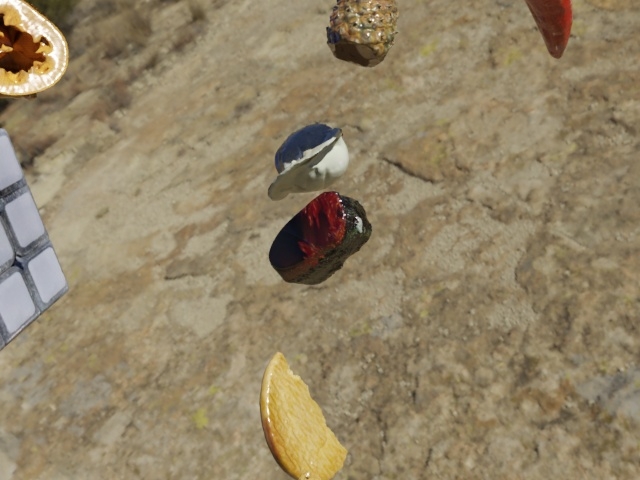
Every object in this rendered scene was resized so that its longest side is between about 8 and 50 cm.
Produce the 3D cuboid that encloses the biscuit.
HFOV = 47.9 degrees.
[{"bbox_3d":[-0.036,0.296,1.121,0.033,0.224,0.144,-19,25,32],"label":"biscuit"}]

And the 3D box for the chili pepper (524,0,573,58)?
[{"bbox_3d":[0.336,-0.369,1.080,0.071,0.272,0.063,-15,59,27],"label":"chili pepper"}]

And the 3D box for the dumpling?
[{"bbox_3d":[-0.045,-0.188,1.727,0.227,0.243,0.175,-38,61,-15],"label":"dumpling"}]

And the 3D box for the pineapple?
[{"bbox_3d":[0.110,-0.515,1.447,0.170,0.141,0.310,140,145,-80],"label":"pineapple"}]

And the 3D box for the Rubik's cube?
[{"bbox_3d":[-0.620,0.030,1.087,0.301,0.305,0.304,-9,21,13],"label":"Rubik's cube"}]

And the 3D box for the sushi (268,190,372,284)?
[{"bbox_3d":[0.000,0.000,1.537,0.225,0.126,0.136,-41,56,21],"label":"sushi"}]

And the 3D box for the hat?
[{"bbox_3d":[-0.674,-0.361,1.487,0.244,0.233,0.233,-32,4,-30],"label":"hat"}]
